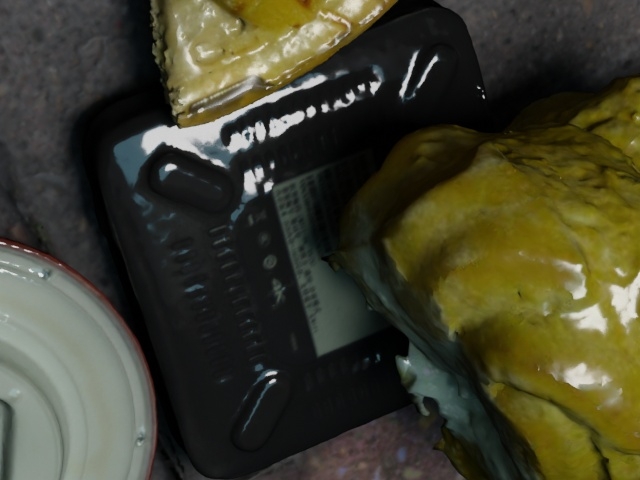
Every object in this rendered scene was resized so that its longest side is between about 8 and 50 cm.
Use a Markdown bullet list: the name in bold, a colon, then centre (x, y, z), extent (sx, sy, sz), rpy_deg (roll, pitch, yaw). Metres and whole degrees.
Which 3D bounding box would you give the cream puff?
- **cream puff**: centre (0.187, 0.034, 1.267), extent (0.270, 0.274, 0.323), rpy_deg (-39, 124, -11)

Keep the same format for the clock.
- **clock**: centre (-0.262, 0.142, 1.314), extent (0.318, 0.080, 0.318), rpy_deg (-8, 113, -20)

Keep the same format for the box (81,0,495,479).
- **box**: centre (0.000, 0.000, 1.367), extent (0.289, 0.073, 0.290), rpy_deg (-22, 117, -15)

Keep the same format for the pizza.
- **pizza**: centre (-0.049, -0.172, 1.225), extent (0.204, 0.080, 0.188), rpy_deg (-47, 111, -1)
